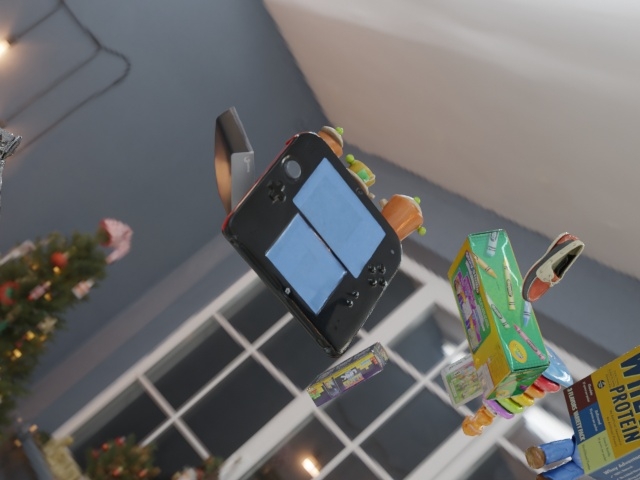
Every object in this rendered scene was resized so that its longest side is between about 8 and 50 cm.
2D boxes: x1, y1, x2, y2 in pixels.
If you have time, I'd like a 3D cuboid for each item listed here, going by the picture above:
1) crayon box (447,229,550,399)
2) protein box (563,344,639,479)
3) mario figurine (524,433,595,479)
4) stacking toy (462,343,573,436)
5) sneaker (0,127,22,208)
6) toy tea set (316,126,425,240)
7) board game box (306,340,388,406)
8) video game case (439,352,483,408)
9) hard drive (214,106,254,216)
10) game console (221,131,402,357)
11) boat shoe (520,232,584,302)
[{"bbox_3d":[0.330,0.141,1.761,0.165,0.081,0.279,105,-25,-62],"label":"crayon box"},{"bbox_3d":[0.473,0.243,1.231,0.201,0.200,0.136,30,37,-29],"label":"protein box"},{"bbox_3d":[0.621,0.455,2.059,0.198,0.320,0.170,62,2,-39],"label":"mario figurine"},{"bbox_3d":[0.467,0.384,2.338,0.165,0.302,0.175,27,19,-44],"label":"stacking toy"},{"bbox_3d":[-0.629,-0.136,1.750,0.101,0.153,0.268,26,15,-36],"label":"sneaker"},{"bbox_3d":[0.113,-0.132,2.167,0.336,0.124,0.200,54,-19,-27],"label":"toy tea set"},{"bbox_3d":[0.063,0.294,2.067,0.048,0.170,0.141,59,11,0],"label":"board game box"},{"bbox_3d":[0.377,0.300,2.154,0.023,0.193,0.212,59,-2,33],"label":"video game case"},{"bbox_3d":[-0.189,-0.147,2.058,0.255,0.054,0.172,95,-23,-48],"label":"hard drive"},{"bbox_3d":[0.000,0.000,1.955,0.060,0.342,0.386,-18,-61,45],"label":"game console"},{"bbox_3d":[0.388,0.050,1.563,0.049,0.137,0.043,32,7,-36],"label":"boat shoe"}]
